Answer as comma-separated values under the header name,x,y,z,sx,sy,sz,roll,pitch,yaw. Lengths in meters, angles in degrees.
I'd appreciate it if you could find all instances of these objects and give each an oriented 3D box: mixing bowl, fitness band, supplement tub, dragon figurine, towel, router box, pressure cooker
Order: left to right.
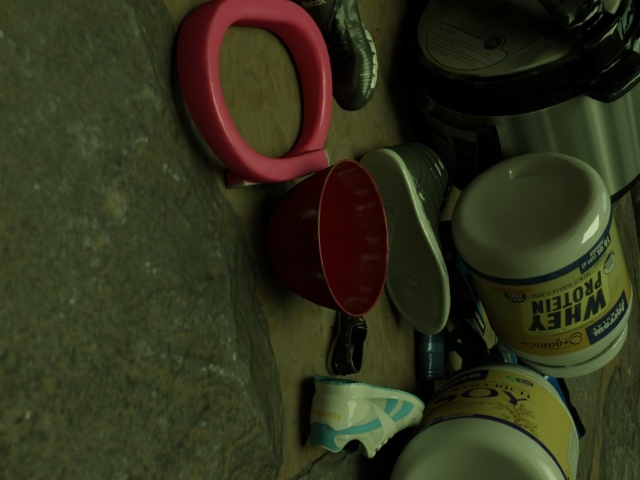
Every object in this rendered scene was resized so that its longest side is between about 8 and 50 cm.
name,x,y,z,sx,sy,sz,roll,pitch,yaw
fitness band,-0.059,-0.170,0.971,0.291,0.054,0.208,-22,105,-61
mixing bowl,0.000,0.000,1.007,0.181,0.098,0.181,13,75,-59
towel,0.176,0.166,1.380,0.067,0.029,0.119,17,72,-60
router box,0.252,0.068,1.513,0.179,0.046,0.133,55,40,-44
dragon figurine,0.283,0.202,1.450,0.085,0.144,0.289,-35,117,-58
supplement tub,0.248,0.323,1.246,0.331,0.241,0.241,-30,113,-69
pressure cooker,0.341,-0.282,1.394,0.420,0.370,0.375,60,34,-45
supplement tub,0.348,0.046,1.313,0.316,0.228,0.228,58,39,-41

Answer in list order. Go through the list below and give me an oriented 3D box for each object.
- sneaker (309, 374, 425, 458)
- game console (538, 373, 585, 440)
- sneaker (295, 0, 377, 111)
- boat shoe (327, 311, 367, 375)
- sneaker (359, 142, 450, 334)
name,x,y,z,sx,sy,sz,roll,pitch,yaw
sneaker,0.058,0.231,1.109,0.229,0.087,0.092,21,76,-52
game console,0.457,0.343,1.873,0.250,0.173,0.293,-45,132,-15
sneaker,0.013,-0.283,1.100,0.106,0.078,0.234,0,82,-59
boat shoe,0.044,0.118,1.134,0.049,0.042,0.133,51,42,-43
sneaker,0.154,-0.015,1.283,0.147,0.105,0.295,-36,113,-52
